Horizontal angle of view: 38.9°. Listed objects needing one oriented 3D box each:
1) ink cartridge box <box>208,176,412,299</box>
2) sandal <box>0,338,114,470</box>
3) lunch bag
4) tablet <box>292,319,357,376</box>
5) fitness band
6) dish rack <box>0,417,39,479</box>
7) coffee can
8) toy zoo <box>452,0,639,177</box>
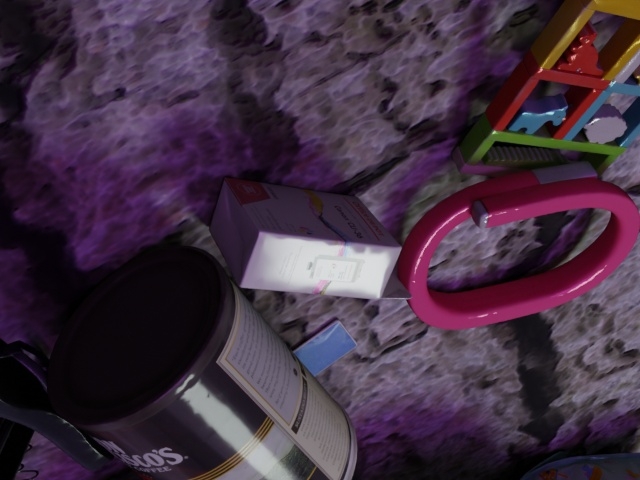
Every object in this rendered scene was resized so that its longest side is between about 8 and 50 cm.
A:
[{"bbox_3d":[0.000,0.000,0.923,0.198,0.115,0.067,7,117,-29],"label":"ink cartridge box"},{"bbox_3d":[-0.281,0.145,0.909,0.054,0.097,0.254,-34,139,2],"label":"sandal"},{"bbox_3d":[0.399,0.435,1.349,0.262,0.160,0.223,-2,123,-2],"label":"lunch bag"},{"bbox_3d":[-0.001,0.132,1.076,0.083,0.006,0.054,-35,128,1],"label":"tablet"},{"bbox_3d":[0.231,0.013,1.049,0.290,0.054,0.209,-11,136,-14],"label":"fitness band"},{"bbox_3d":[-0.317,0.316,0.902,0.074,0.208,0.272,-7,109,-1],"label":"dish rack"},{"bbox_3d":[-0.110,0.168,0.926,0.201,0.201,0.275,-36,128,1],"label":"coffee can"},{"bbox_3d":[0.288,-0.165,0.930,0.192,0.030,0.293,3,142,-26],"label":"toy zoo"}]
